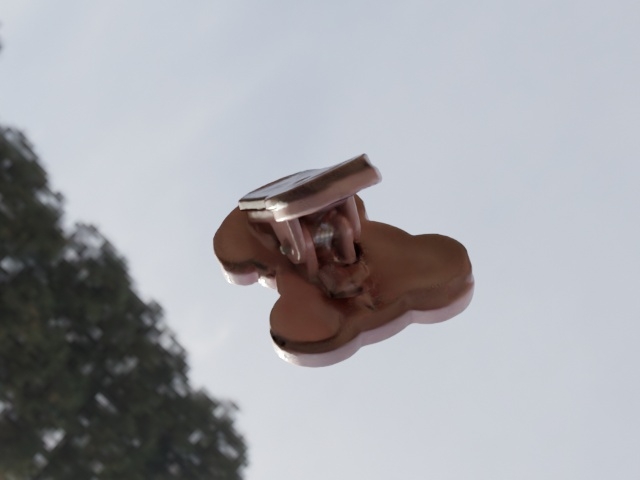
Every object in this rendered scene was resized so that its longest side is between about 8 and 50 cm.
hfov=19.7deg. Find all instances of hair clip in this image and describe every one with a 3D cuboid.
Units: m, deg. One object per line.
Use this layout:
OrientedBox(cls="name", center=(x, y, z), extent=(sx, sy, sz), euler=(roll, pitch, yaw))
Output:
OrientedBox(cls="hair clip", center=(0.004, 0.011, 1.044), extent=(0.123, 0.102, 0.138), euler=(-24, -174, -24))
